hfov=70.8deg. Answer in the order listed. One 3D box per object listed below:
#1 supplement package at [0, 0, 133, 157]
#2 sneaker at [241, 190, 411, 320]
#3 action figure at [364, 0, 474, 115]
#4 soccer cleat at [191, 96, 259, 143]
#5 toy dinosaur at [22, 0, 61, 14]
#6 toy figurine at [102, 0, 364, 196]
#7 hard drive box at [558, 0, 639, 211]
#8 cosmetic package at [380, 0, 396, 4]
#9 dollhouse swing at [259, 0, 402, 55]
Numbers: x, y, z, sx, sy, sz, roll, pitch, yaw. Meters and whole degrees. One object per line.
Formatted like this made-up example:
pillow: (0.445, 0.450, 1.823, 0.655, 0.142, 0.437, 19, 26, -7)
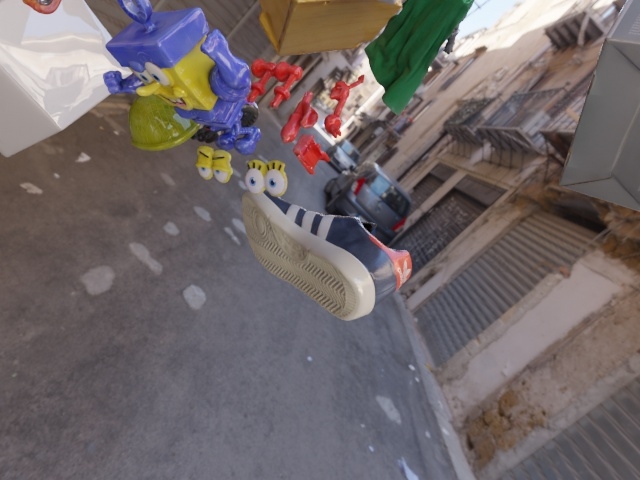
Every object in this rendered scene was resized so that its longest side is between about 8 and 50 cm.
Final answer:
supplement package: (-0.488, -0.277, 0.758, 0.293, 0.177, 0.175, -1, -46, 42)
sneaker: (0.000, 0.000, 0.742, 0.148, 0.131, 0.350, -22, 40, -31)
action figure: (0.156, -0.309, 0.652, 0.064, 0.232, 0.137, -19, 76, -32)
soccer cleat: (-0.251, -0.326, 1.118, 0.109, 0.116, 0.318, 9, -4, -35)
toy dinosaur: (-0.225, -0.236, 0.387, 0.047, 0.090, 0.082, 27, 58, -69)
toy figurine: (-0.155, -0.213, 0.530, 0.363, 0.191, 0.217, 20, -18, 37)
hard drive box: (0.335, -0.175, 0.434, 0.089, 0.232, 0.181, 26, -24, 29)
cosmetic package: (0.120, -0.524, 0.721, 0.086, 0.117, 0.231, 26, -24, 18)
dollhouse swing: (-0.020, -0.628, 1.017, 0.347, 0.315, 0.304, -155, -125, -78)
